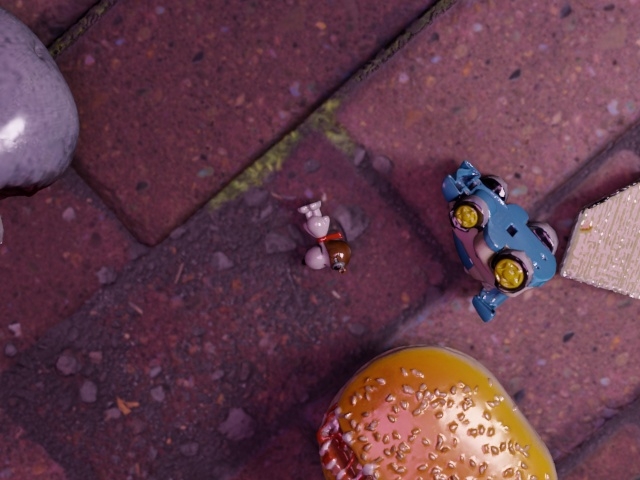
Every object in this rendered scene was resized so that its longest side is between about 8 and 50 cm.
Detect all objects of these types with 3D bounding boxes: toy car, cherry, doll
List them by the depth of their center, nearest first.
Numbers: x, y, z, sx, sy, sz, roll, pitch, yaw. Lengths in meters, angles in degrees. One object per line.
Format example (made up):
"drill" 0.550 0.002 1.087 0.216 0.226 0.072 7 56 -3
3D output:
"cherry" -0.398 -0.134 1.920 0.255 0.218 0.296 -21 93 14
"toy car" 0.180 0.002 1.962 0.161 0.126 0.098 46 117 1
"doll" 0.005 -0.004 2.009 0.058 0.040 0.085 1 101 14

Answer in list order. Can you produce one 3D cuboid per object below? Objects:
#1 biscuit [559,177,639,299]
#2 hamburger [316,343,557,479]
"biscuit" 0.403 0.008 1.978 0.250 0.046 0.147 15 102 0
"hamburger" 0.135 0.256 1.994 0.227 0.151 0.295 -39 94 7
